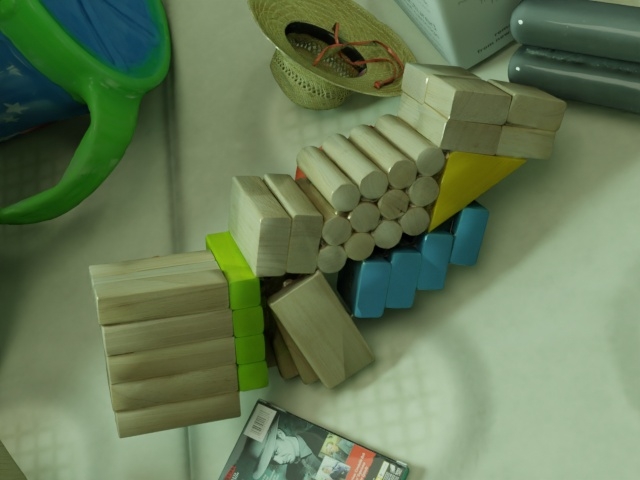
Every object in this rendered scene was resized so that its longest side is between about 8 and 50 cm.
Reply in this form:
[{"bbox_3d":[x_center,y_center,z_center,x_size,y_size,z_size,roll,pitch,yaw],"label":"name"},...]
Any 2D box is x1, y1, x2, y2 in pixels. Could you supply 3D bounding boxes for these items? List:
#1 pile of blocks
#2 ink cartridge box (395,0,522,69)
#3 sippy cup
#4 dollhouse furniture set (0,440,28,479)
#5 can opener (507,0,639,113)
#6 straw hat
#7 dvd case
[{"bbox_3d":[0.000,0.000,0.724,0.362,0.149,0.112,-31,28,-3],"label":"pile of blocks"},{"bbox_3d":[0.059,-0.294,0.702,0.131,0.306,0.226,-34,61,2],"label":"ink cartridge box"},{"bbox_3d":[-0.277,-0.174,0.828,0.224,0.240,0.305,-26,42,19],"label":"sippy cup"},{"bbox_3d":[-0.386,0.232,0.603,0.362,0.256,0.394,-44,68,10],"label":"dollhouse furniture set"},{"bbox_3d":[0.274,-0.124,0.703,0.284,0.076,0.095,15,42,25],"label":"can opener"},{"bbox_3d":[-0.002,-0.134,0.789,0.144,0.145,0.061,59,134,29],"label":"straw hat"},{"bbox_3d":[-0.011,0.168,0.696,0.120,0.013,0.087,20,75,24],"label":"dvd case"}]
